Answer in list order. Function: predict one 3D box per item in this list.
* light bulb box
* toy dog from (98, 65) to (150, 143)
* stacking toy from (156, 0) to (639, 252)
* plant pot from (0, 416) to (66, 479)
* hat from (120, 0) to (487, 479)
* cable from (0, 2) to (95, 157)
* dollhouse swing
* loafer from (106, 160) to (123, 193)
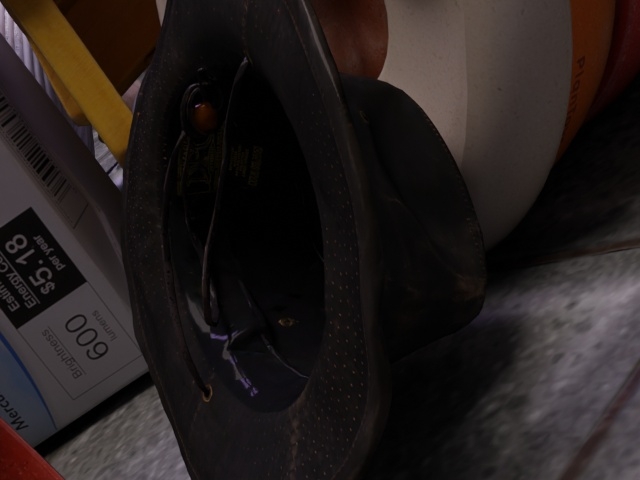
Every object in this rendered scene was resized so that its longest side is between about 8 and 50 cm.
[{"bbox_3d":[-0.361,0.022,1.020,0.361,0.358,0.225,-34,13,7],"label":"light bulb box"},{"bbox_3d":[-0.154,-0.128,1.376,0.220,0.161,0.334,3,-15,1],"label":"toy dog"},{"bbox_3d":[0.155,-0.206,0.876,0.480,0.351,0.350,-24,6,-36],"label":"stacking toy"},{"bbox_3d":[-0.262,0.179,0.592,0.265,0.272,0.272,-48,18,-11],"label":"plant pot"},{"bbox_3d":[0.000,0.000,0.655,0.134,0.331,0.331,0,0,-26],"label":"hat"},{"bbox_3d":[-0.303,-0.162,1.346,0.089,0.257,0.257,-5,-19,-4],"label":"cable"},{"bbox_3d":[-0.125,-0.205,1.047,0.315,0.305,0.347,-50,-10,-9],"label":"dollhouse swing"},{"bbox_3d":[-0.198,-0.113,1.563,0.223,0.076,0.078,-42,-23,-27],"label":"loafer"}]
